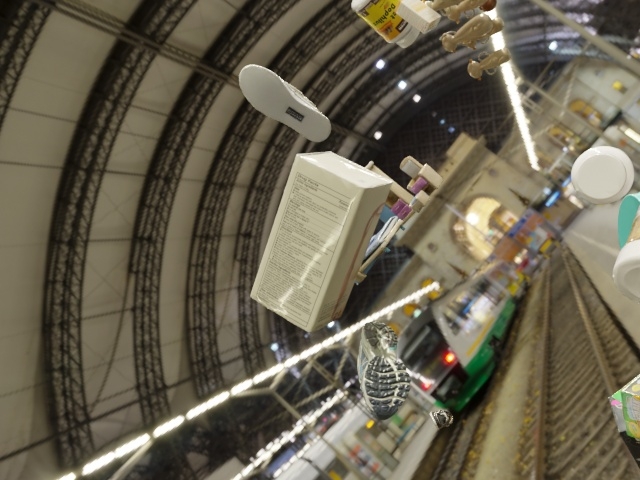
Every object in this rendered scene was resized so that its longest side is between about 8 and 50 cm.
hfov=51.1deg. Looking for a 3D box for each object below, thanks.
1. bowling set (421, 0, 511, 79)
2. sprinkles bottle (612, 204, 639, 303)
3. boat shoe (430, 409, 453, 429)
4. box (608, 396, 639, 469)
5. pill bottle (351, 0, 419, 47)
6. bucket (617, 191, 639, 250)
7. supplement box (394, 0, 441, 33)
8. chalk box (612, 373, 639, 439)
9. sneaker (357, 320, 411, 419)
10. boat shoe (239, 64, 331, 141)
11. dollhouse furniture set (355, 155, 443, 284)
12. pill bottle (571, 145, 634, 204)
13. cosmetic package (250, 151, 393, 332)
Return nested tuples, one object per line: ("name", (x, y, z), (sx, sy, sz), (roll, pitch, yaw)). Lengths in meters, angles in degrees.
("bowling set", (0.434, -0.620, 1.931), (0.154, 0.287, 0.200), (-22, 20, 36))
("sprinkles bottle", (0.639, -0.041, 1.219), (0.355, 0.121, 0.121), (-52, -10, -35))
("boat shoe", (0.298, 0.436, 1.636), (0.038, 0.046, 0.125), (-27, -24, 12))
("box", (0.981, 0.568, 1.948), (0.165, 0.270, 0.143), (-25, 26, 23))
("pill bottle", (0.207, -0.698, 2.076), (0.117, 0.215, 0.117), (-39, 31, 30))
("bucket", (0.964, -0.021, 1.866), (0.183, 0.281, 0.281), (-5, -15, 4))
("supplement box", (0.241, -0.561, 1.658), (0.062, 0.098, 0.036), (-39, -16, -40))
("chalk box", (0.827, 0.409, 1.632), (0.132, 0.132, 0.213), (-23, 16, -29))
("sneaker", (0.141, 0.324, 1.577), (0.283, 0.110, 0.122), (-86, 8, -57))
("boat shoe", (-0.088, -0.346, 1.663), (0.096, 0.267, 0.088), (-56, 21, 15))
("dollhouse furniture set", (0.147, -0.075, 1.903), (0.303, 0.198, 0.286), (-52, -1, -39))
("pill bottle", (0.545, -0.126, 1.291), (0.112, 0.112, 0.187), (-55, -16, 21))
("cosmetic package", (0.000, 0.000, 1.239), (0.129, 0.153, 0.296), (-19, -46, -58))
